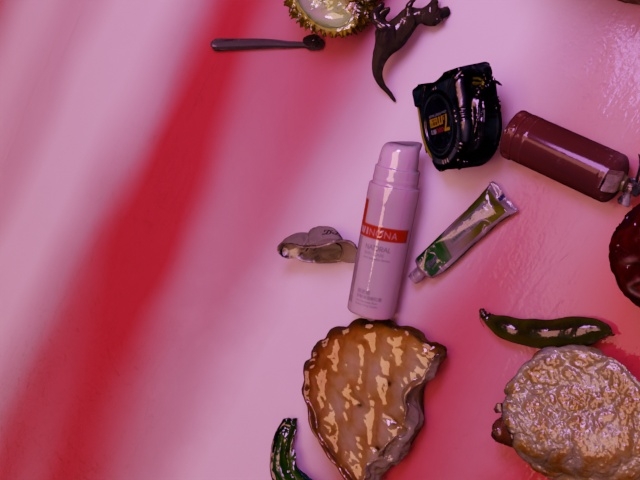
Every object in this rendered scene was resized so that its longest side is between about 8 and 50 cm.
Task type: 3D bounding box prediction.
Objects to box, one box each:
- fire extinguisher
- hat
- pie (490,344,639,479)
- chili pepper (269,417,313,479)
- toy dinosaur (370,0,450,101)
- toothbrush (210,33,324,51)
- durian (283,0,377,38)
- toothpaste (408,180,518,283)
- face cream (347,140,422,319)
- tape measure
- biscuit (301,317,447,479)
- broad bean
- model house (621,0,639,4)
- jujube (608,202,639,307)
[{"bbox_3d":[0.454,-0.141,1.654,0.269,0.105,0.104,31,104,29],"label":"fire extinguisher"},{"bbox_3d":[0.002,0.004,1.905,0.166,0.122,0.081,-6,68,57],"label":"hat"},{"bbox_3d":[0.447,0.312,1.635,0.274,0.105,0.257,37,110,26],"label":"pie"},{"bbox_3d":[-0.021,0.501,1.934,0.279,0.065,0.122,48,115,27],"label":"chili pepper"},{"bbox_3d":[0.173,-0.383,1.830,0.187,0.087,0.178,-24,93,17],"label":"toy dinosaur"},{"bbox_3d":[-0.123,-0.430,2.052,0.297,0.030,0.030,6,65,32],"label":"toothbrush"},{"bbox_3d":[0.028,-0.516,1.873,0.200,0.176,0.236,6,96,17],"label":"durian"},{"bbox_3d":[0.263,-0.004,1.797,0.248,0.047,0.078,-45,72,19],"label":"toothpaste"},{"bbox_3d":[0.128,-0.023,1.823,0.102,0.102,0.345,16,104,30],"label":"face cream"},{"bbox_3d":[0.257,-0.221,1.748,0.199,0.112,0.186,170,94,-69],"label":"tape measure"},{"bbox_3d":[0.118,0.305,1.856,0.335,0.078,0.329,-29,71,26],"label":"biscuit"},{"bbox_3d":[0.403,0.164,1.704,0.255,0.046,0.065,3,77,32],"label":"broad bean"},{"bbox_3d":[0.454,-0.660,1.504,0.395,0.400,0.445,34,106,25],"label":"model house"},{"bbox_3d":[0.639,0.006,1.452,0.377,0.258,0.258,-28,74,33],"label":"jujube"}]
